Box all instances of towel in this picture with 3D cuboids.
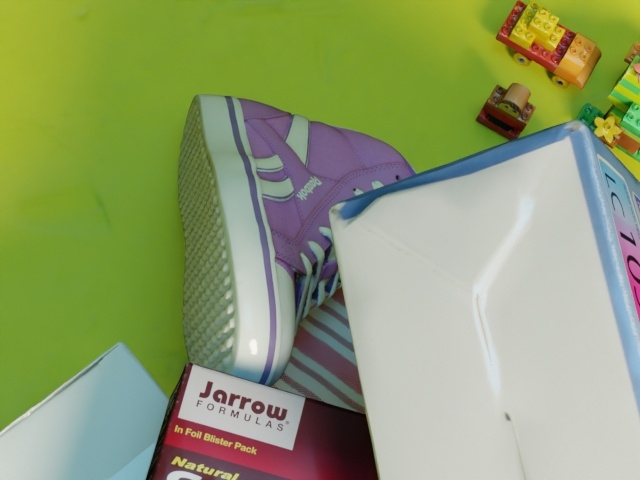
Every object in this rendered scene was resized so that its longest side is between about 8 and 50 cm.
[{"bbox_3d":[0.007,0.088,1.180,0.144,0.029,0.197,35,46,2],"label":"towel"}]

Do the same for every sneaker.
[{"bbox_3d":[0.000,-0.001,1.149,0.161,0.102,0.282,11,32,-11],"label":"sneaker"}]

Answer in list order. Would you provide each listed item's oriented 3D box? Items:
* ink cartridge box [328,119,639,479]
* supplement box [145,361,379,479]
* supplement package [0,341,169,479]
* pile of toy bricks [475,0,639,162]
[{"bbox_3d":[0.161,0.122,1.085,0.151,0.395,0.270,-16,72,17],"label":"ink cartridge box"},{"bbox_3d":[-0.044,0.197,0.986,0.130,0.073,0.239,16,66,-5],"label":"supplement box"},{"bbox_3d":[-0.156,0.226,1.073,0.262,0.145,0.204,-37,80,-19],"label":"supplement package"},{"bbox_3d":[0.213,-0.089,1.276,0.212,0.105,0.118,30,68,1],"label":"pile of toy bricks"}]
